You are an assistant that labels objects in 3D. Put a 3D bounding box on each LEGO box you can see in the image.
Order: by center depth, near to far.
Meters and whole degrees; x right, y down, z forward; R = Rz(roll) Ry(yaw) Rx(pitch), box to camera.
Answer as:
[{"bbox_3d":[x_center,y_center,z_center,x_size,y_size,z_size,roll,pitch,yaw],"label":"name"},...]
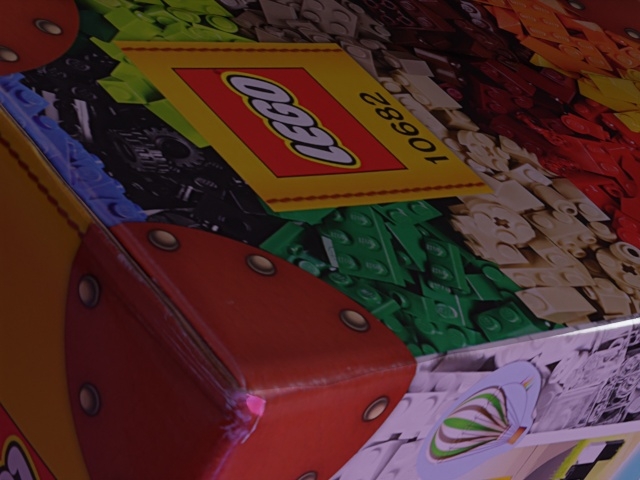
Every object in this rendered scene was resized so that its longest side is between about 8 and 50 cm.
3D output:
[{"bbox_3d":[-0.039,0.152,0.640,0.372,0.193,0.500,-7,134,-44],"label":"LEGO box"}]
